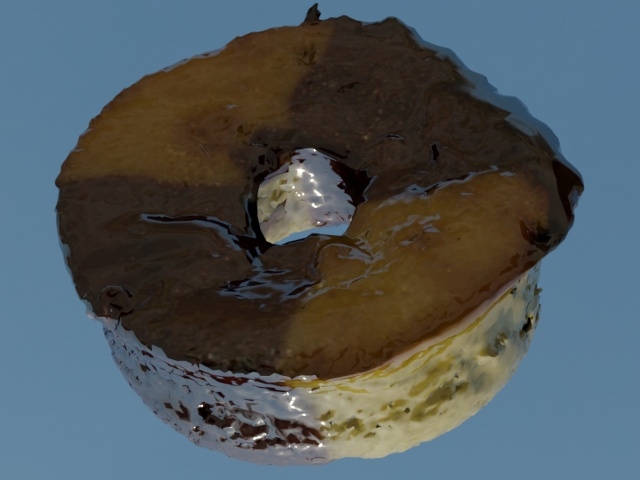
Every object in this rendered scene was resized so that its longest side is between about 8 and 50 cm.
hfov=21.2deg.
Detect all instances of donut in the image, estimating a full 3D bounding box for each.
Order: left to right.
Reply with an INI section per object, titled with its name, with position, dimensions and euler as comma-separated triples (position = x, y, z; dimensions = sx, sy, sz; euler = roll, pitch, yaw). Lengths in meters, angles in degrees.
[donut]
position = 0.000, 0.000, 0.450
dimensions = 0.140, 0.059, 0.140
euler = -6, -140, 5
